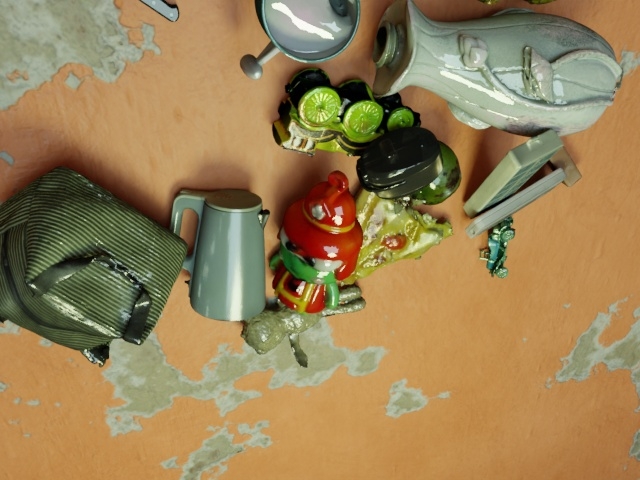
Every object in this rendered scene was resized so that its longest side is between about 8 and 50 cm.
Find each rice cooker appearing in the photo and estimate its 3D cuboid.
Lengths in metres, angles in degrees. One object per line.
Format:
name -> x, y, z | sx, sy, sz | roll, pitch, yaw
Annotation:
rice cooker -> 0.152, -0.146, 1.162 | 0.165, 0.112, 0.106 | -26, 144, 14

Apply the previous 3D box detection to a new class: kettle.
kettle -> -0.211, 0.018, 1.251 | 0.210, 0.160, 0.243 | 9, 114, 9

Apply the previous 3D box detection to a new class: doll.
doll -> -0.001, 0.001, 1.265 | 0.160, 0.182, 0.363 | -36, 154, -39
doll -> -0.045, 0.168, 1.427 | 0.286, 0.091, 0.202 | -41, 117, -3

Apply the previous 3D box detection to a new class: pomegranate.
pomegranate -> 0.220, -0.129, 1.271 | 0.148, 0.148, 0.169 | 45, 58, -34

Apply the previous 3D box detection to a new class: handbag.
handbag -> -0.433, 0.063, 1.107 | 0.247, 0.240, 0.340 | -27, 132, 32

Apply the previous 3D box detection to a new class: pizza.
pizza -> 0.184, -0.019, 1.385 | 0.287, 0.075, 0.280 | -5, 123, -16

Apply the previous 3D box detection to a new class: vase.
vase -> 0.318, -0.326, 1.142 | 0.445, 0.250, 0.250 | 7, 118, -15

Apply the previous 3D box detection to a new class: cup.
cup -> -0.035, -0.398, 1.012 | 0.167, 0.173, 0.300 | 33, 106, -31

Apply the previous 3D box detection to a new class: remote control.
remote control -> 0.453, -0.085, 1.409 | 0.250, 0.034, 0.103 | -31, 169, -8

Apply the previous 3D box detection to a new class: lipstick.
lipstick -> 0.560, -0.190, 1.424 | 0.045, 0.045, 0.145 | -43, 124, 8

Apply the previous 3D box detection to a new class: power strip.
power strip -> 0.391, -0.127, 1.279 | 0.106, 0.043, 0.367 | -27, 168, -8

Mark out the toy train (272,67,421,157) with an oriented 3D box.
toy train -> 0.054, -0.232, 1.195 | 0.296, 0.100, 0.160 | 8, 125, -25

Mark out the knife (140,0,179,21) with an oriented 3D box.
knife -> -0.326, -0.449, 0.977 | 0.245, 0.019, 0.072 | 30, 107, -29

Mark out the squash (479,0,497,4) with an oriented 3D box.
squash -> 0.310, -0.537, 1.047 | 0.132, 0.132, 0.247 | 5, 109, -22

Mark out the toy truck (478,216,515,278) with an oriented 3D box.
toy truck -> 0.432, 0.011, 1.497 | 0.078, 0.080, 0.154 | 5, 123, 9

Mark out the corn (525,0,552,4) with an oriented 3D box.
corn -> 0.518, -0.567, 1.126 | 0.344, 0.131, 0.131 | -33, 125, 0
